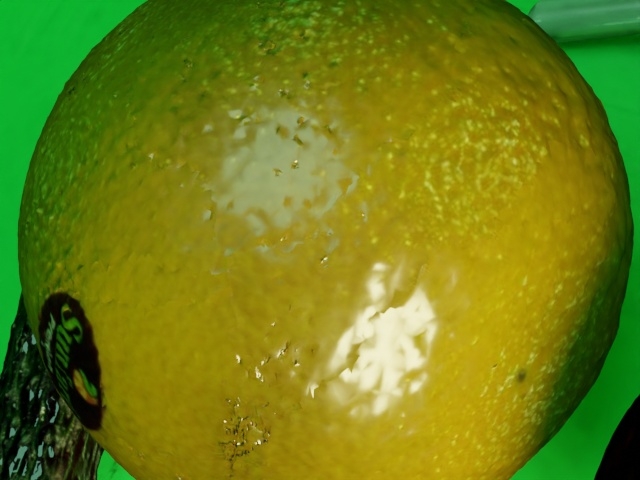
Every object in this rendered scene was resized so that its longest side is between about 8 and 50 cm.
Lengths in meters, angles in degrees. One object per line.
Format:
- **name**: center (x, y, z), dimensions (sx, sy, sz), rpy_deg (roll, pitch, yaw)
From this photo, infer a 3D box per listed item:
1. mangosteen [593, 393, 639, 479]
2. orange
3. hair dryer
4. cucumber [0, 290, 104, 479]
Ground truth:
- **mangosteen**: center (0.222, 0.158, 0.687), dimensions (0.231, 0.231, 0.289), rpy_deg (-15, 97, 15)
- **orange**: center (0.000, 0.000, 0.814), dimensions (0.274, 0.274, 0.274), rpy_deg (-10, 60, 18)
- **hair dryer**: center (0.167, -0.125, 0.944), dimensions (0.137, 0.047, 0.082), rpy_deg (-5, 60, 29)
- **cucumber**: center (-0.127, 0.020, 0.975), dimensions (0.067, 0.067, 0.294), rpy_deg (-4, 60, 21)
